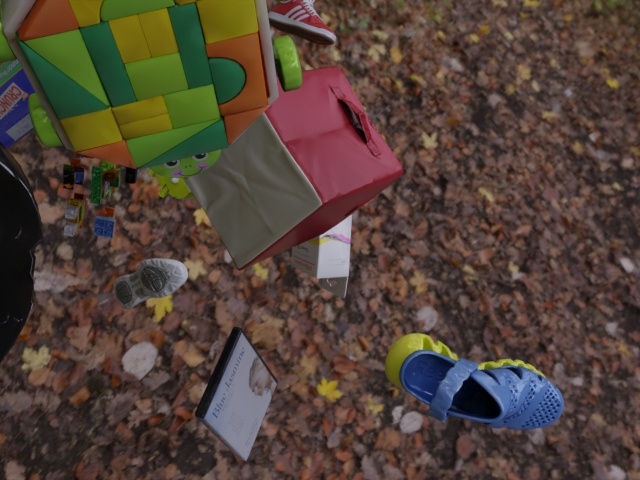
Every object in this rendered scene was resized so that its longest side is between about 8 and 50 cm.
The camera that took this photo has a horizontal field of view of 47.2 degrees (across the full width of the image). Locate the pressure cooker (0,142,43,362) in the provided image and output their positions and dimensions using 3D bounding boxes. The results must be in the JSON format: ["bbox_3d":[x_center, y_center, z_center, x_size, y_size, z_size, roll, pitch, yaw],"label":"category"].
[{"bbox_3d":[-0.537,-0.023,0.716,0.420,0.376,0.370,28,34,31],"label":"pressure cooker"}]

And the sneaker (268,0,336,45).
[{"bbox_3d":[-0.015,-0.301,0.963,0.067,0.118,0.042,-60,147,-2],"label":"sneaker"}]

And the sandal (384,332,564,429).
[{"bbox_3d":[0.260,0.252,1.175,0.317,0.138,0.126,14,104,-18],"label":"sandal"}]

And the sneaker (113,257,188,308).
[{"bbox_3d":[-0.360,0.082,1.634,0.115,0.232,0.090,-22,94,-49],"label":"sneaker"}]

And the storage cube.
[{"bbox_3d":[-0.044,-0.098,0.982,0.193,0.215,0.184,-25,81,-51],"label":"storage cube"}]

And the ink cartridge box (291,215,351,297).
[{"bbox_3d":[0.000,0.000,1.330,0.067,0.115,0.198,-2,100,-26],"label":"ink cartridge box"}]

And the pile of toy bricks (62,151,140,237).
[{"bbox_3d":[-0.351,-0.110,1.190,0.118,0.212,0.105,11,26,-6],"label":"pile of toy bricks"}]

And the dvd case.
[{"bbox_3d":[-0.154,0.301,1.412,0.022,0.253,0.180,10,60,22],"label":"dvd case"}]

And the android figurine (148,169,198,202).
[{"bbox_3d":[-0.317,-0.209,1.787,0.056,0.273,0.248,-6,66,-60],"label":"android figurine"}]

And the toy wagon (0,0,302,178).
[{"bbox_3d":[-0.150,-0.155,0.713,0.267,0.344,0.068,-15,59,-7],"label":"toy wagon"}]

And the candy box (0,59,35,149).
[{"bbox_3d":[-0.393,-0.288,1.097,0.122,0.268,0.317,50,35,-27],"label":"candy box"}]
